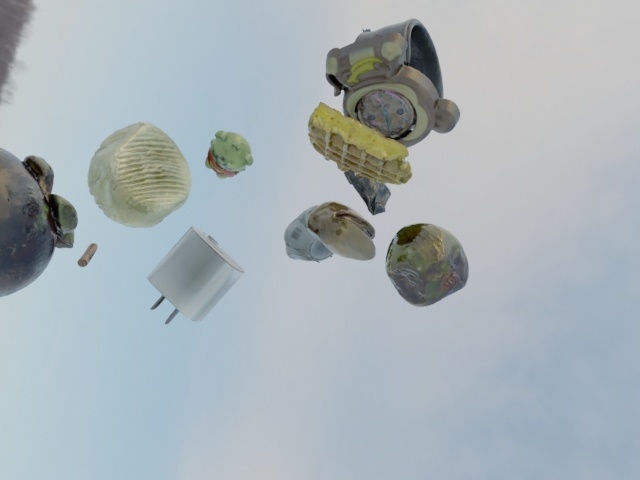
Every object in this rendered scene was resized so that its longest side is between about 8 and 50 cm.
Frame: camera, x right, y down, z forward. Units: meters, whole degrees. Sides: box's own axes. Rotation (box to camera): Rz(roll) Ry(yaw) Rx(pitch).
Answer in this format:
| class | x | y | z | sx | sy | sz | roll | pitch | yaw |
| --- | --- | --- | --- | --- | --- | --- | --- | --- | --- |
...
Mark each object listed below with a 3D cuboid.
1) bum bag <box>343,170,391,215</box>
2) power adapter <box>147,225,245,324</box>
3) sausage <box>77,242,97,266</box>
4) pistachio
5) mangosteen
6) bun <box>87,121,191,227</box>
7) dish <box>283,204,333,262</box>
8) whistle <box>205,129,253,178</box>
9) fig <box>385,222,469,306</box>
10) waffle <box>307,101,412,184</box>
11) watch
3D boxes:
| class | x | y | z | sx | sy | sz | roll | pitch | yaw |
| --- | --- | --- | --- | --- | --- | --- | --- | --- | --- |
| bum bag | 0.098 | -0.176 | 1.561 | 0.069 | 0.102 | 0.248 | -33 | -93 | 26 |
| power adapter | -0.360 | 0.115 | 1.692 | 0.187 | 0.124 | 0.255 | 42 | -90 | 13 |
| sausage | -0.607 | 0.036 | 1.614 | 0.026 | 0.026 | 0.116 | -62 | -165 | 18 |
| pistachio | 0.059 | -0.017 | 1.552 | 0.131 | 0.206 | 0.129 | -18 | -127 | 41 |
| mangosteen | -0.567 | -0.038 | 1.046 | 0.288 | 0.288 | 0.287 | -27 | -124 | 48 |
| bun | -0.606 | -0.206 | 2.026 | 0.227 | 0.349 | 0.352 | -17 | -96 | 34 |
| dish | 0.000 | 0.000 | 1.912 | 0.229 | 0.229 | 0.081 | -58 | -138 | 23 |
| whistle | -0.276 | -0.246 | 1.817 | 0.106 | 0.131 | 0.288 | -52 | -168 | -18 |
| fig | 0.189 | 0.037 | 1.124 | 0.165 | 0.154 | 0.144 | -101 | -161 | -47 |
| waffle | 0.081 | -0.176 | 1.273 | 0.057 | 0.229 | 0.219 | -61 | 177 | -8 |
| watch | 0.198 | -0.437 | 1.622 | 0.314 | 0.335 | 0.326 | -9 | -138 | 30 |
